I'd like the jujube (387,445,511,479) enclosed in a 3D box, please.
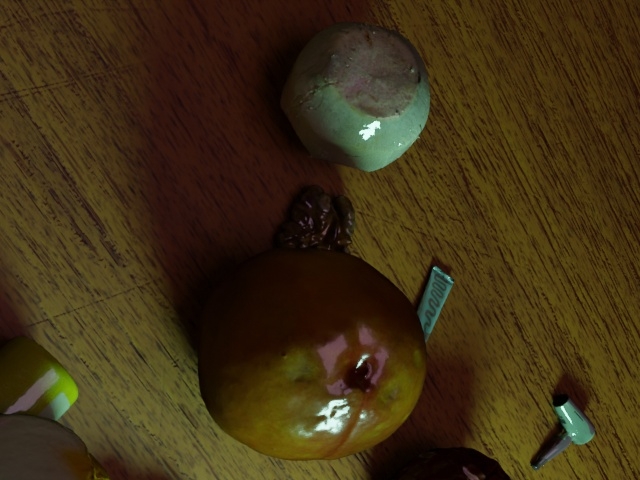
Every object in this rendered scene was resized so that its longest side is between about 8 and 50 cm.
[{"bbox_3d":[0.212,0.459,2.024,0.232,0.213,0.213,1,92,-43],"label":"jujube"}]

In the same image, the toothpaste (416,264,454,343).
[{"bbox_3d":[0.181,0.146,2.075,0.056,0.036,0.205,37,67,-32],"label":"toothpaste"}]

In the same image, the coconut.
[{"bbox_3d":[0.052,-0.221,1.843,0.227,0.230,0.227,3,76,-13],"label":"coconut"}]

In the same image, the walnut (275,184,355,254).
[{"bbox_3d":[0.000,0.000,1.903,0.143,0.069,0.170,17,85,-39],"label":"walnut"}]

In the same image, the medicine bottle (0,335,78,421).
[{"bbox_3d":[-0.431,0.237,1.552,0.212,0.122,0.122,-47,119,-25],"label":"medicine bottle"}]

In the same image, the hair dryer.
[{"bbox_3d":[0.463,0.387,2.304,0.154,0.054,0.106,-50,116,-19],"label":"hair dryer"}]

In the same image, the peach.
[{"bbox_3d":[-0.014,0.170,1.740,0.342,0.301,0.343,-9,108,-28],"label":"peach"}]

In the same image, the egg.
[{"bbox_3d":[-0.361,0.384,1.431,0.337,0.201,0.337,-9,103,-43],"label":"egg"}]
